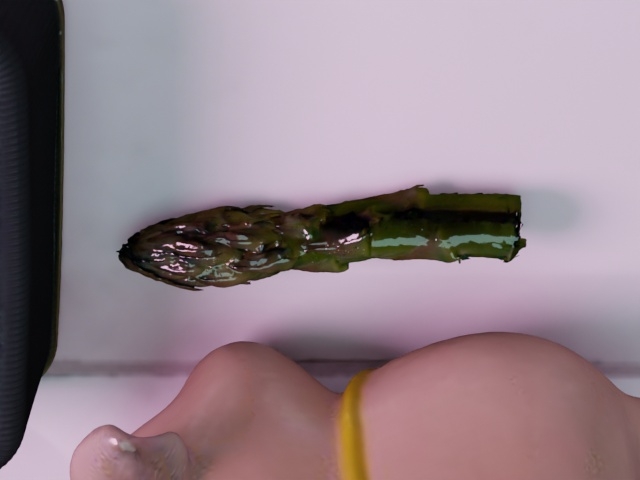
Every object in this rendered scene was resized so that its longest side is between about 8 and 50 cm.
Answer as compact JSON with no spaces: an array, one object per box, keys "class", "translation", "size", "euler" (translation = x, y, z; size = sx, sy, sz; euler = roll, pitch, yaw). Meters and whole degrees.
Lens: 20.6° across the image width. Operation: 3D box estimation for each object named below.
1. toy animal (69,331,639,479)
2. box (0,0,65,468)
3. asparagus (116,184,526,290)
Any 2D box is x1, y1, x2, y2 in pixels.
[{"class":"toy animal","translation":[0.028,0.114,0.713],"size":[0.248,0.149,0.165],"euler":[-13,99,-8]},{"class":"box","translation":[-0.174,-0.009,0.676],"size":[0.145,0.090,0.201],"euler":[4,114,-4]},{"class":"asparagus","translation":[0.000,0.000,0.713],"size":[0.165,0.030,0.036],"euler":[-6,76,1]}]
